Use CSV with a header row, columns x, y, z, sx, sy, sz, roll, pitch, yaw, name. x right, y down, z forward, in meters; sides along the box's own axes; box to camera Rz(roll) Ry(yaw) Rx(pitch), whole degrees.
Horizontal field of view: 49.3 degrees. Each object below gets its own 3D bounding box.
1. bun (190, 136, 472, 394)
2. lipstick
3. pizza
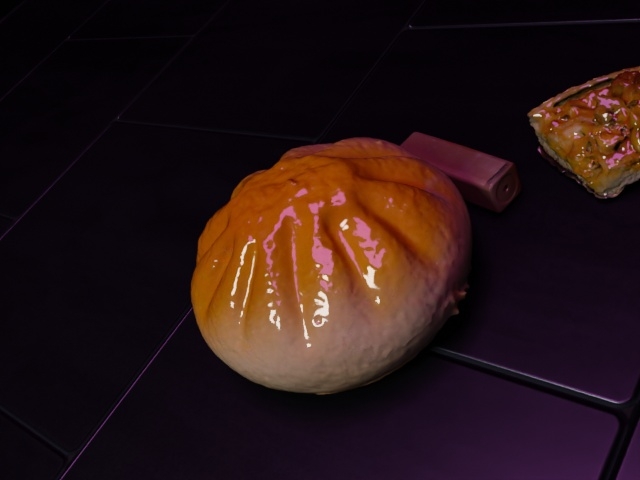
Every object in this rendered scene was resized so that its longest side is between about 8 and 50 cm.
x,y,z,sx,sy,sz,roll,pitch,yaw,name
0.000,0.000,0.692,0.298,0.165,0.299,-17,44,17,bun
0.148,-0.077,0.768,0.045,0.045,0.145,-45,41,-13,lipstick
0.343,-0.120,0.659,0.305,0.086,0.161,3,52,36,pizza
